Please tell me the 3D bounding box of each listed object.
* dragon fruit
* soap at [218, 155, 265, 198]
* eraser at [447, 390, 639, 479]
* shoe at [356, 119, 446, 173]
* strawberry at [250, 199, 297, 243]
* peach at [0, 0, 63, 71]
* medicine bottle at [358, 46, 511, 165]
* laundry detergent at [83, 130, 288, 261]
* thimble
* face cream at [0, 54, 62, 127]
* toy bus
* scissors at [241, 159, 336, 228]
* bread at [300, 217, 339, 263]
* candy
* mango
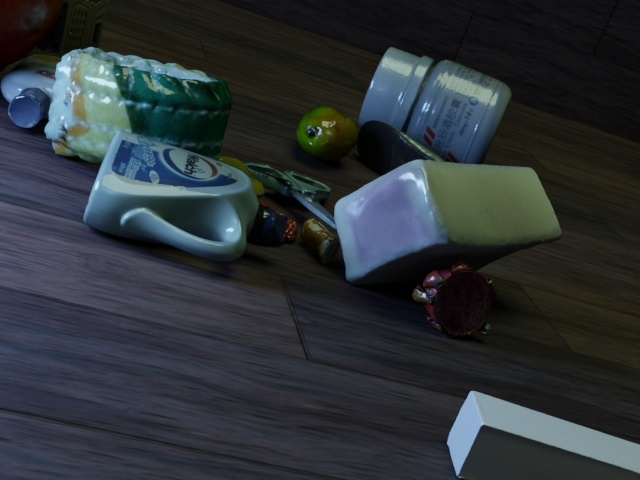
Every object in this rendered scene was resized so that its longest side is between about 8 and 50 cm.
[{"bbox_3d":[0.196,0.082,1.578,0.126,0.112,0.068,11,7,-27],"label":"dragon fruit"},{"bbox_3d":[-0.149,-0.103,1.798,0.088,0.045,0.140,10,20,-29],"label":"soap"},{"bbox_3d":[0.300,0.264,1.228,0.298,0.076,0.078,18,19,-8],"label":"eraser"},{"bbox_3d":[0.187,-0.168,2.270,0.275,0.103,0.098,41,25,31],"label":"shoe"},{"bbox_3d":[-0.100,-0.034,1.662,0.152,0.048,0.104,3,29,-36],"label":"strawberry"},{"bbox_3d":[-0.606,-0.416,1.740,0.335,0.310,0.406,25,39,29],"label":"peach"},{"bbox_3d":[0.264,-0.301,2.484,0.306,0.245,0.245,23,19,7],"label":"medicine bottle"},{"bbox_3d":[-0.181,-0.046,1.516,0.280,0.105,0.215,21,28,-11],"label":"laundry detergent"},{"bbox_3d":[-0.291,-0.203,1.709,0.288,0.167,0.254,6,14,-27],"label":"thimble"},{"bbox_3d":[-0.472,-0.253,1.823,0.143,0.071,0.291,19,19,-7],"label":"face cream"},{"bbox_3d":[-0.589,-0.508,2.240,0.201,0.177,0.365,-1,30,-37],"label":"toy bus"},{"bbox_3d":[-0.027,-0.077,1.821,0.191,0.029,0.360,14,10,-24],"label":"scissors"},{"bbox_3d":[0.000,0.000,1.673,0.036,0.047,0.083,2,26,-29],"label":"bread"},{"bbox_3d":[0.200,-0.029,1.679,0.358,0.208,0.145,-2,73,-48],"label":"candy"},{"bbox_3d":[0.016,-0.222,2.218,0.125,0.111,0.233,35,7,3],"label":"mango"}]
